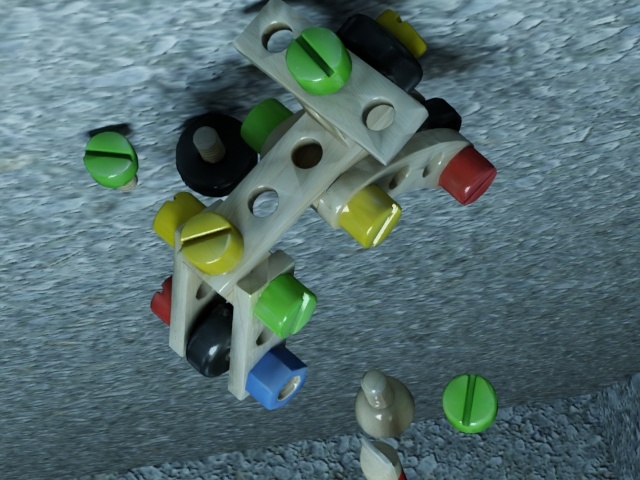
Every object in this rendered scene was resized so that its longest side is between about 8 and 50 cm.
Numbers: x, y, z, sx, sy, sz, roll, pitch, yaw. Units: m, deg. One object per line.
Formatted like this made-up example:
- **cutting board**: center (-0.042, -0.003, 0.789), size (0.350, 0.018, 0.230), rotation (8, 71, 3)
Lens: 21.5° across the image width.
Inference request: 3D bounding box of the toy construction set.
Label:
- **toy construction set**: center (0.000, 0.000, 1.044), size (0.257, 0.309, 0.237), rotation (-22, 160, 0)
